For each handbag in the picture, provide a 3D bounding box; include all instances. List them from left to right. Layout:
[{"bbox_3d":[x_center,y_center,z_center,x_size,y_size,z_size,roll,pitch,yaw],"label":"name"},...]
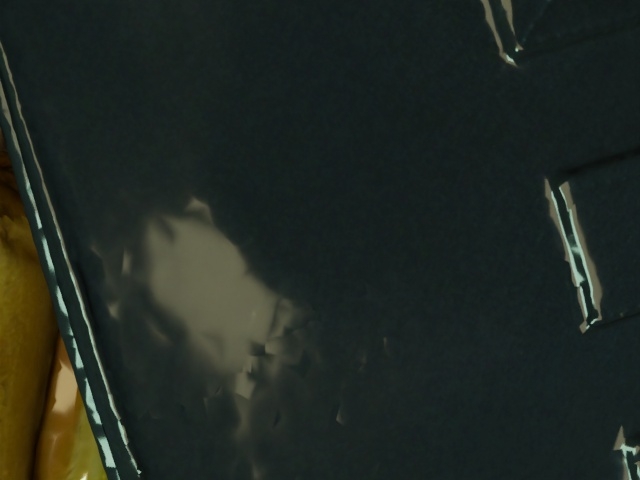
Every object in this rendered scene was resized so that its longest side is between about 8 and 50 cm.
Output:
[{"bbox_3d":[0.049,0.006,0.558,0.269,0.118,0.325,-16,96,-12],"label":"handbag"}]

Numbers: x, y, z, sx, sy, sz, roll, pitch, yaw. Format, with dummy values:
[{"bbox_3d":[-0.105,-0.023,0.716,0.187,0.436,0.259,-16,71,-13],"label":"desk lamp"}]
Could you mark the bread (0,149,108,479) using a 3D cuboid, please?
[{"bbox_3d":[-0.157,0.149,0.644,0.185,0.109,0.380,8,103,33],"label":"bread"}]
